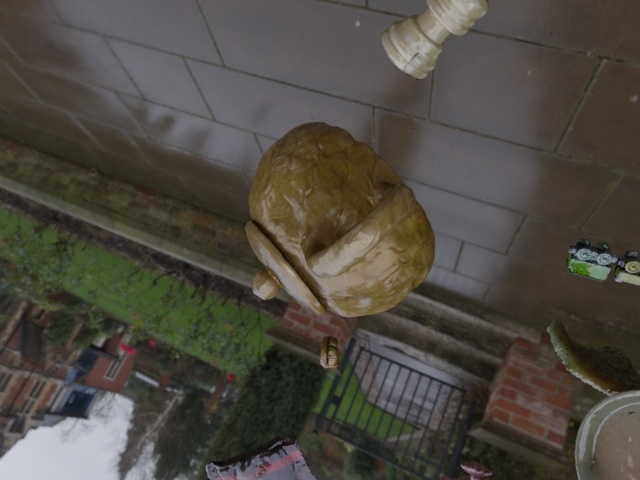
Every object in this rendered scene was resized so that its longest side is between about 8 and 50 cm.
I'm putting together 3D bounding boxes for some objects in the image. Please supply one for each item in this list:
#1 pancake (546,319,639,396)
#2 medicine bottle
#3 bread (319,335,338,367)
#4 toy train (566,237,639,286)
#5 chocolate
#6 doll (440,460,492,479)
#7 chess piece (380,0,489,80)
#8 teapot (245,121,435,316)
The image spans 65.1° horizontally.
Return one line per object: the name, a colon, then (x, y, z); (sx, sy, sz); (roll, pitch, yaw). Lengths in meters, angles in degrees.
pancake: (0.840, 0.360, 1.486); (0.376, 0.197, 0.054); (38, 136, 38)
medicine bottle: (0.626, 0.354, 0.799); (0.406, 0.236, 0.235); (9, 172, -32)
bread: (0.022, 0.273, 1.224); (0.046, 0.081, 0.083); (3, 180, 6)
toy train: (0.670, 0.057, 1.145); (0.202, 0.060, 0.081); (16, 127, 17)
chocolate: (-0.094, 0.347, 0.746); (0.182, 0.086, 0.028); (-25, -178, 21)
doll: (0.371, 0.630, 1.189); (0.211, 0.093, 0.262); (4, 115, 17)
chess piece: (0.283, -0.514, 1.115); (0.124, 0.139, 0.307); (0, 154, -37)
teapot: (0.000, 0.000, 0.497); (0.203, 0.167, 0.311); (50, 172, -10)
